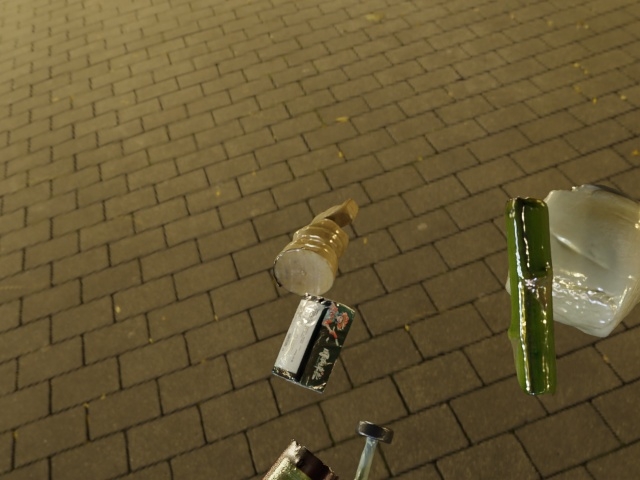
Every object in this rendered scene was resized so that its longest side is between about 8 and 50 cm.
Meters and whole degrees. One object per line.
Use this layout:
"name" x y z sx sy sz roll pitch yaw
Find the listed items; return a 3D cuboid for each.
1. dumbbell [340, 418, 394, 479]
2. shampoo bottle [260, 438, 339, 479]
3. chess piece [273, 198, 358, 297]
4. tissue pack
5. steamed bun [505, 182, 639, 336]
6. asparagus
"dumbbell" 0.114 0.554 1.690 0.100 0.100 0.191 12 74 25
"shampoo bottle" -0.108 0.532 1.244 0.129 0.084 0.323 29 69 36
"chess piece" 0.000 0.000 1.537 0.137 0.137 0.301 2 29 15
"tissue pack" -0.012 0.192 1.278 0.103 0.090 0.170 5 69 55
"steamed bun" 0.549 0.025 1.418 0.290 0.272 0.273 15 38 21
"asparagus" 0.293 0.076 0.936 0.060 0.278 0.067 -11 10 -42
